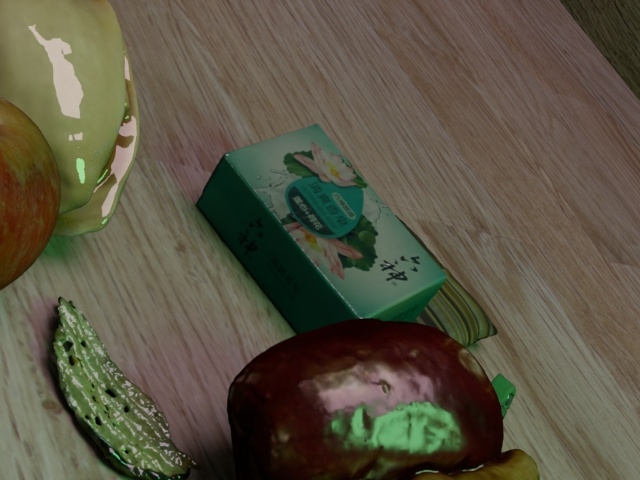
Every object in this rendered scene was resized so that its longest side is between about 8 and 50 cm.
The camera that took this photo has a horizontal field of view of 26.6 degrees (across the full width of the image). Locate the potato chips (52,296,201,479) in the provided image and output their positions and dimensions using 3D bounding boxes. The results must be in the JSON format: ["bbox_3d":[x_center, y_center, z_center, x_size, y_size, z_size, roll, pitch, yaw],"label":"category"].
[{"bbox_3d":[-0.184,0.128,1.158,0.207,0.028,0.092,52,27,15],"label":"potato chips"}]

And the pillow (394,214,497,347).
[{"bbox_3d":[0.105,0.056,1.626,0.208,0.052,0.212,47,27,16],"label":"pillow"}]

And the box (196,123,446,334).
[{"bbox_3d":[0.000,0.000,1.486,0.153,0.092,0.245,-24,66,-44],"label":"box"}]

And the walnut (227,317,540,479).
[{"bbox_3d":[0.051,0.195,1.178,0.269,0.222,0.244,-8,41,-40],"label":"walnut"}]

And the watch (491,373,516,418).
[{"bbox_3d":[0.108,0.168,1.396,0.152,0.131,0.165,37,26,14],"label":"watch"}]

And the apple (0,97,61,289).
[{"bbox_3d":[-0.312,-0.041,1.094,0.209,0.164,0.209,26,22,-11],"label":"apple"}]

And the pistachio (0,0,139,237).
[{"bbox_3d":[-0.282,-0.147,1.278,0.193,0.214,0.318,84,-16,-62],"label":"pistachio"}]
